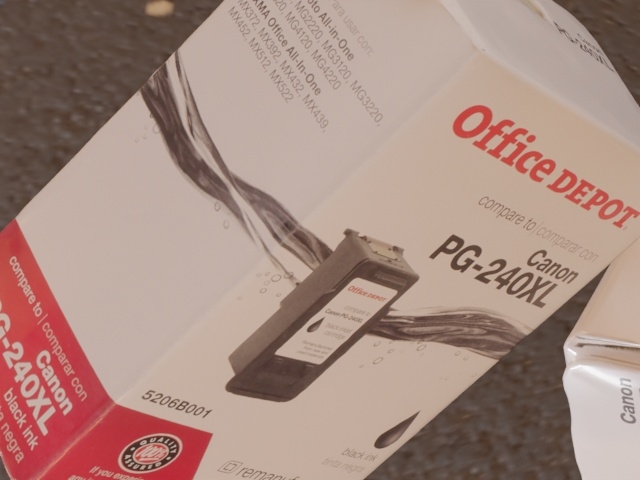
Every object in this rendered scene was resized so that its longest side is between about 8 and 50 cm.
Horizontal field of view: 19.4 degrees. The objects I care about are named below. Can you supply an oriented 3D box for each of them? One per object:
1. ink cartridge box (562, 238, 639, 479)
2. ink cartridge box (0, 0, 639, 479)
[{"bbox_3d":[0.181,0.022,0.649,0.100,0.237,0.172,13,139,28],"label":"ink cartridge box"},{"bbox_3d":[0.000,0.000,0.454,0.150,0.109,0.063,-43,55,18],"label":"ink cartridge box"}]
